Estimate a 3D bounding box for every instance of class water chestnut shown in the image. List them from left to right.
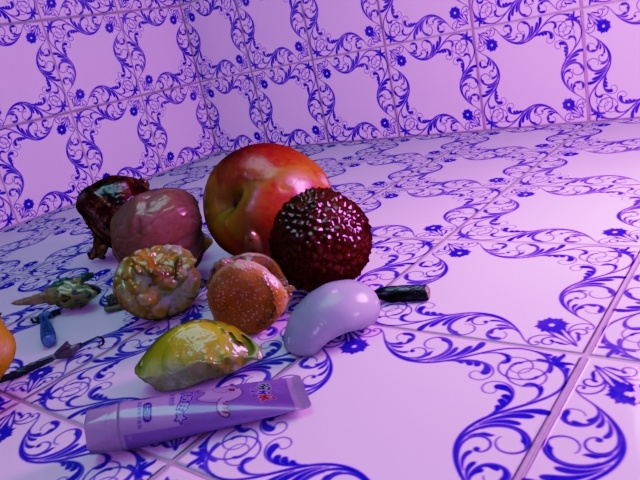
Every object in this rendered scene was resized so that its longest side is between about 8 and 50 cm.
[{"bbox_3d":[-0.738,-0.072,2.197,0.347,0.335,0.335,-43,19,2],"label":"water chestnut"}]

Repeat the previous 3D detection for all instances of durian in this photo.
[{"bbox_3d":[-0.245,0.230,1.220,0.250,0.101,0.139,-14,53,-7],"label":"durian"}]

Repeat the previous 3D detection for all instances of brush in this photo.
[{"bbox_3d":[-0.468,0.144,1.715,0.282,0.048,0.054,-13,16,-11],"label":"brush"}]

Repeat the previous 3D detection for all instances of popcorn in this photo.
[{"bbox_3d":[-0.422,0.106,1.565,0.204,0.183,0.221,30,36,24],"label":"popcorn"}]

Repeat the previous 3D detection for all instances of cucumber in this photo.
[{"bbox_3d":[0.167,0.122,1.379,0.163,0.043,0.039,-3,-18,23],"label":"cucumber"}]

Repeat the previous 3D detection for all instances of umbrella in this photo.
[{"bbox_3d":[-0.644,0.276,1.425,0.269,0.044,0.044,-19,-11,-25],"label":"umbrella"}]

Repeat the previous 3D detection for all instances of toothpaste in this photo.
[{"bbox_3d":[-0.206,0.296,1.050,0.371,0.080,0.125,-7,13,-10],"label":"toothpaste"}]

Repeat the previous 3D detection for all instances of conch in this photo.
[{"bbox_3d":[0.016,0.156,1.275,0.221,0.121,0.185,-24,-9,-21],"label":"conch"}]

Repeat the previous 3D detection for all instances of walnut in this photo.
[{"bbox_3d":[-0.467,-0.010,1.760,0.285,0.285,0.296,-15,-18,-9],"label":"walnut"}]

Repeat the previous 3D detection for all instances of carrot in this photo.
[{"bbox_3d":[-0.154,0.046,1.465,0.078,0.298,0.078,-2,58,3],"label":"carrot"}]

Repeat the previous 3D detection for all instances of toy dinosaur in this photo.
[{"bbox_3d":[-0.757,0.156,1.771,0.259,0.094,0.153,-8,10,3],"label":"toy dinosaur"}]

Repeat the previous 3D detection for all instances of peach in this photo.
[{"bbox_3d":[-0.141,-0.109,1.797,0.388,0.388,0.388,-11,18,4],"label":"peach"}]

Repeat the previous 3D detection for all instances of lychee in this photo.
[{"bbox_3d":[0.000,0.000,1.488,0.264,0.264,0.300,-4,13,23],"label":"lychee"}]

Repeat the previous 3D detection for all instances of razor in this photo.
[{"bbox_3d":[-0.736,0.229,1.628,0.082,0.042,0.253,-18,19,-22],"label":"razor"}]

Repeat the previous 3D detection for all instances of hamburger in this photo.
[{"bbox_3d":[-0.168,0.114,1.364,0.182,0.191,0.118,-40,7,8],"label":"hamburger"}]

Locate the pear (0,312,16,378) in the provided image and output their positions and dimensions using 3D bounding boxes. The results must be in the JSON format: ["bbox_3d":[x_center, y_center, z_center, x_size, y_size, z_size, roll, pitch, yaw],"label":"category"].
[{"bbox_3d":[-0.807,0.297,1.216,0.386,0.191,0.340,-22,16,-28],"label":"pear"}]

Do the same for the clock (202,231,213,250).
[{"bbox_3d":[-0.461,0.022,1.985,0.231,0.103,0.144,-10,26,10],"label":"clock"}]
